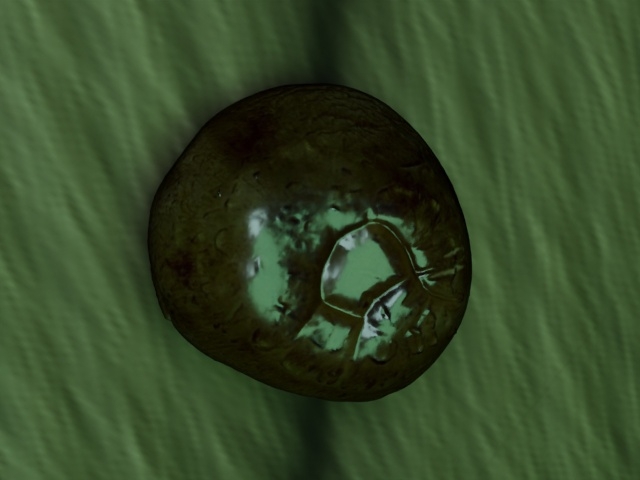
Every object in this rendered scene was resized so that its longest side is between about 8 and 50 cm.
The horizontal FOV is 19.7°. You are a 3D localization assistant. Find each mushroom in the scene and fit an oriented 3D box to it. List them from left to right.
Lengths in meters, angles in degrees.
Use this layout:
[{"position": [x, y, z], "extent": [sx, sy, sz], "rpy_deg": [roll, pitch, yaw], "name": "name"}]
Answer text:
[{"position": [0.007, 0.005, 1.177], "extent": [0.231, 0.138, 0.194], "rpy_deg": [11, 105, -31], "name": "mushroom"}]
